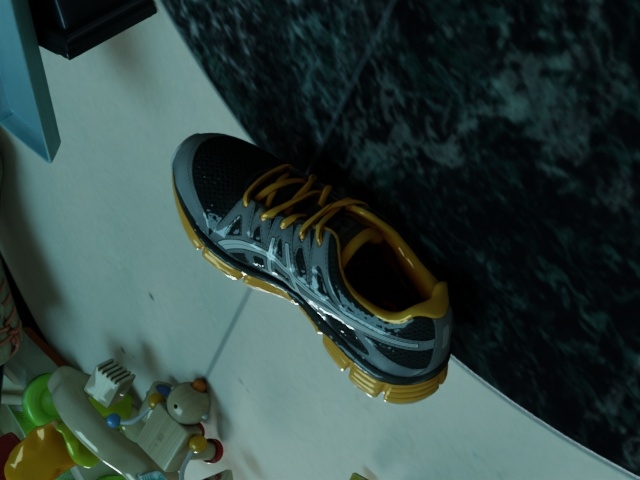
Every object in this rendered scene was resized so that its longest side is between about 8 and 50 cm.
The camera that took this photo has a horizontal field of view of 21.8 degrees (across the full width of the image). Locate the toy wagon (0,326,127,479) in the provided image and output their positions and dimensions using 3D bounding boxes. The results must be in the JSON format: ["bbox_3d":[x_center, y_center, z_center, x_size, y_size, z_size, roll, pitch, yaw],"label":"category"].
[{"bbox_3d":[-0.263,0.244,1.722,0.344,0.068,0.267,61,154,-11],"label":"toy wagon"}]

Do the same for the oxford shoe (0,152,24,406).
[{"bbox_3d":[-0.314,0.042,1.519,0.130,0.123,0.348,33,136,14],"label":"oxford shoe"}]

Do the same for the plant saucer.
[{"bbox_3d":[-0.204,-0.137,1.074,0.067,0.018,0.192,37,148,34],"label":"plant saucer"}]

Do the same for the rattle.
[{"bbox_3d":[-0.193,0.213,1.446,0.199,0.143,0.130,49,173,33],"label":"rattle"}]

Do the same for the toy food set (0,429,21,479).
[{"bbox_3d":[-0.325,0.266,1.651,0.232,0.104,0.111,43,151,26],"label":"toy food set"}]

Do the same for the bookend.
[{"bbox_3d":[-0.195,-0.217,1.072,0.157,0.072,0.156,29,143,43],"label":"bookend"}]

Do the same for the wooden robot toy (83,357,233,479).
[{"bbox_3d":[-0.115,0.142,1.380,0.173,0.076,0.079,41,115,29],"label":"wooden robot toy"}]

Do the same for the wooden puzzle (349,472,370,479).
[{"bbox_3d":[0.048,0.225,1.175,0.116,0.078,0.014,38,-170,23],"label":"wooden puzzle"}]

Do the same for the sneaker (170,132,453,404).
[{"bbox_3d":[0.000,0.000,0.985,0.215,0.084,0.083,39,147,14],"label":"sneaker"}]
